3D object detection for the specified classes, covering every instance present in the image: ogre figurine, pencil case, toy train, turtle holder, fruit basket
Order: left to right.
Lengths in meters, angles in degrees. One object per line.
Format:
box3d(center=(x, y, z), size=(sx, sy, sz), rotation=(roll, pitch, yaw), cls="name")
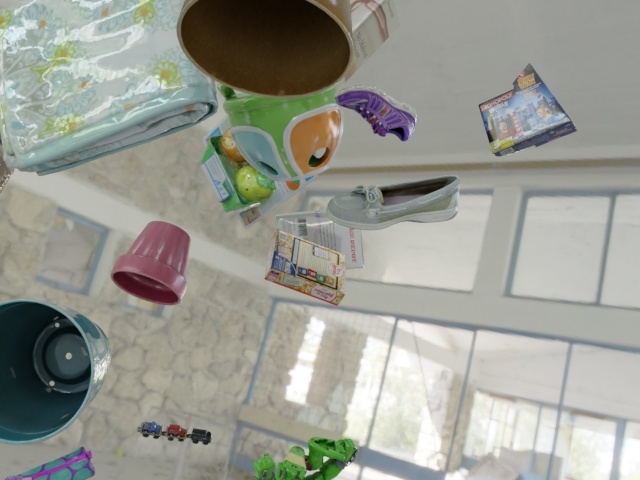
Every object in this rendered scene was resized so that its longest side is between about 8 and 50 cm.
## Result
box3d(center=(-0.514, 0.452, 1.228), size=(0.152, 0.064, 0.070), rotation=(-17, -37, -34), cls="pencil case")
box3d(center=(-0.310, 0.410, 1.370), size=(0.158, 0.027, 0.036), rotation=(9, -50, -6), cls="toy train")
box3d(center=(-0.197, -0.242, 1.867), size=(0.165, 0.327, 0.353), rotation=(-21, -8, -42), cls="fruit basket")
box3d(center=(-0.098, -0.247, 1.381), size=(0.320, 0.227, 0.243), rotation=(-5, 19, 30), cls="turtle holder")
box3d(center=(-0.033, 0.387, 1.054), size=(0.097, 0.118, 0.197), rotation=(33, 25, 24), cls="ogre figurine")

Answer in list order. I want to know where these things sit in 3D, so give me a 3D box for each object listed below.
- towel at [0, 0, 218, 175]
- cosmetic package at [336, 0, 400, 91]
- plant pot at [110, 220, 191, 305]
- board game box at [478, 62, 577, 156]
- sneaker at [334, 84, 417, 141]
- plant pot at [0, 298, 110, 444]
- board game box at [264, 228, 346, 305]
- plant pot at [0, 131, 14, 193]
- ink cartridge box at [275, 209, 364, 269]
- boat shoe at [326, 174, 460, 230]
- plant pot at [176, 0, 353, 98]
box3d(center=(-0.374, -0.303, 1.085), size=(0.374, 0.320, 0.090), rotation=(-17, -15, 7), cls="towel")
box3d(center=(0.051, -0.513, 1.640), size=(0.129, 0.296, 0.153), rotation=(43, 2, 22), cls="cosmetic package")
box3d(center=(-0.445, 0.054, 1.754), size=(0.201, 0.180, 0.201), rotation=(12, -27, 6), cls="plant pot")
box3d(center=(0.495, -0.321, 1.566), size=(0.194, 0.194, 0.060), rotation=(-21, -26, 28), cls="board game box")
box3d(center=(0.103, -0.228, 1.163), size=(0.170, 0.071, 0.068), rotation=(18, -14, -23), cls="sneaker")
box3d(center=(-0.562, 0.252, 1.324), size=(0.272, 0.271, 0.255), rotation=(15, -4, 0), cls="plant pot")
box3d(center=(-0.033, 0.064, 1.571), size=(0.193, 0.147, 0.045), rotation=(21, -51, -13), cls="board game box")
box3d(center=(-0.649, -0.165, 1.196), size=(0.110, 0.237, 0.237), rotation=(-22, -6, -15), cls="plant pot")
box3d(center=(0.000, 0.000, 2.142), size=(0.278, 0.201, 0.117), rotation=(-5, 3, 3), cls="ink cartridge box")
box3d(center=(0.172, -0.098, 1.523), size=(0.320, 0.118, 0.103), rotation=(-3, -53, -3), cls="boat shoe")
box3d(center=(-0.060, -0.372, 0.906), size=(0.237, 0.254, 0.237), rotation=(6, -21, 2), cls="plant pot")
